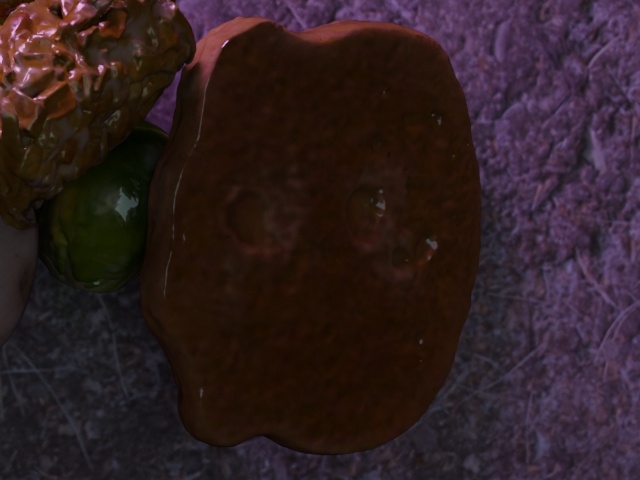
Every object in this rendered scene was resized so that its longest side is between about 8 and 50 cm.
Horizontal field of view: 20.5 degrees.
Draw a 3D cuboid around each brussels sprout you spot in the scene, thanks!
[{"bbox_3d":[-0.173,-0.029,1.498,0.117,0.155,0.155,14,92,-19],"label":"brussels sprout"}]

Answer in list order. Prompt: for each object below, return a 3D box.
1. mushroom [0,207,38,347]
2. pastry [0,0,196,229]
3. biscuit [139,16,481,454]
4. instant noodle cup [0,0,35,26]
[{"bbox_3d":[-0.327,-0.020,1.435,0.254,0.234,0.260,38,126,11],"label":"mushroom"},{"bbox_3d":[-0.188,-0.133,1.340,0.250,0.102,0.154,-52,141,-34],"label":"pastry"},{"bbox_3d":[-0.002,0.000,1.538,0.365,0.062,0.385,0,99,-41],"label":"biscuit"},{"bbox_3d":[-0.283,-0.241,1.423,0.205,0.205,0.153,-13,111,-15],"label":"instant noodle cup"}]
